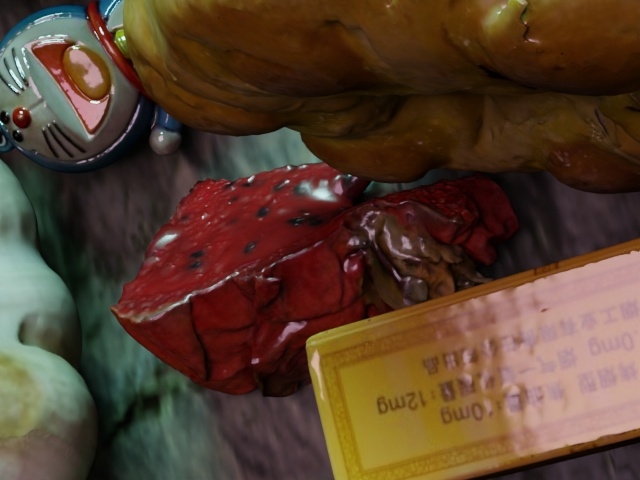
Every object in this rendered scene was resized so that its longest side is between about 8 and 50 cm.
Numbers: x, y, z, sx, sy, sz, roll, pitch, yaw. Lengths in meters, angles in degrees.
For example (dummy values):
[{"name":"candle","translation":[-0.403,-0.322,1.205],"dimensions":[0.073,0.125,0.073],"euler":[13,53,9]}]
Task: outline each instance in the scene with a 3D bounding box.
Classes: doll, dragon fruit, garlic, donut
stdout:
[{"name":"doll","translation":[-0.110,-0.091,0.864],"dimensions":[0.152,0.085,0.114],"euler":[-32,93,8]},{"name":"dragon fruit","translation":[0.008,0.017,0.824],"dimensions":[0.192,0.122,0.092],"euler":[-18,119,19]},{"name":"garlic","translation":[-0.216,0.045,0.859],"dimensions":[0.281,0.185,0.203],"euler":[46,148,2]},{"name":"donut","translation":[0.074,-0.105,0.661],"dimensions":[0.317,0.299,0.150],"euler":[4,79,32]}]

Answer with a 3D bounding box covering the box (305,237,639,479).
[{"name":"box","translation":[0.153,0.039,0.685],"dimensions":[0.274,0.174,0.076],"euler":[-18,81,22]}]
